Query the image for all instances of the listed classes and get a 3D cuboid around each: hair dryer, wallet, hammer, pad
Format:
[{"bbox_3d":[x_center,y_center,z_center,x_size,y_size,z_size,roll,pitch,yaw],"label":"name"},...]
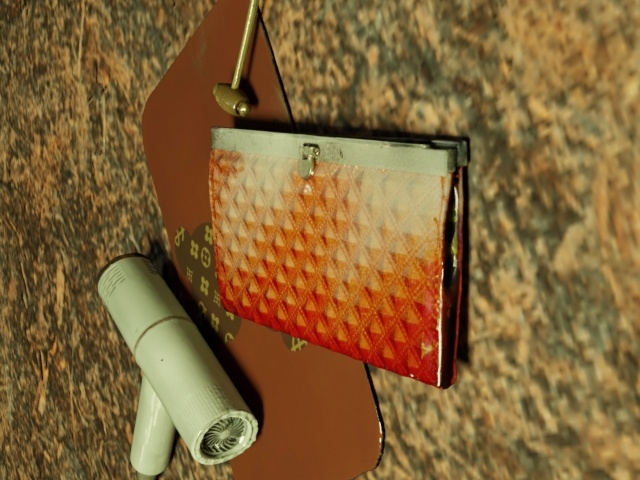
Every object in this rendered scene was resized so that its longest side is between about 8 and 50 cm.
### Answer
[{"bbox_3d":[-0.094,0.122,0.730,0.155,0.044,0.183,51,145,44],"label":"hair dryer"},{"bbox_3d":[0.000,0.000,0.551,0.196,0.020,0.103,12,106,55],"label":"wallet"},{"bbox_3d":[-0.033,-0.121,0.587,0.029,0.014,0.123,36,122,36],"label":"hammer"},{"bbox_3d":[-0.042,0.011,0.647,0.181,0.004,0.267,-38,64,55],"label":"pad"}]
